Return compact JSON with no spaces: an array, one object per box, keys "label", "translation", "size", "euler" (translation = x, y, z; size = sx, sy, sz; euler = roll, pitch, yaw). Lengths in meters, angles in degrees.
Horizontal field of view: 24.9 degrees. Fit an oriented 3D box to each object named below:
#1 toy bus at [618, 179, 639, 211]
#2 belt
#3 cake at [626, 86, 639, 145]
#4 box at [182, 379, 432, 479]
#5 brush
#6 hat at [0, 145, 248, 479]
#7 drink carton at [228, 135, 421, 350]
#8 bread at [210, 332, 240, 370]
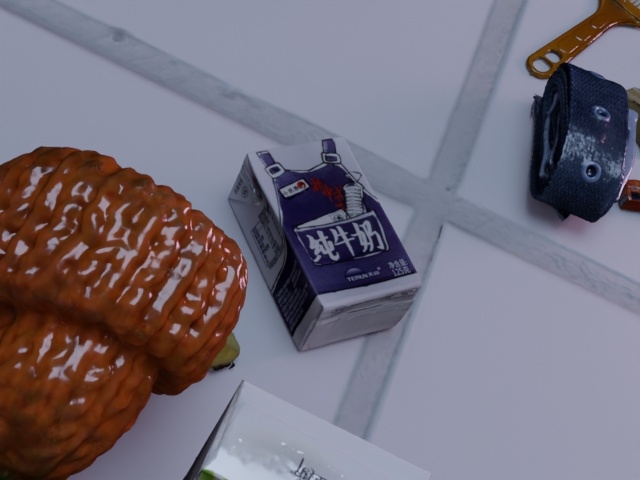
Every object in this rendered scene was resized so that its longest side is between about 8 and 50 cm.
[{"label":"toy bus","translation":[0.448,-0.054,1.915],"size":[0.110,0.031,0.043],"euler":[9,57,-14]},{"label":"belt","translation":[0.346,-0.124,1.865],"size":[0.129,0.122,0.218],"euler":[21,51,-10]},{"label":"cake","translation":[0.448,-0.168,1.997],"size":[0.052,0.065,0.121],"euler":[-5,36,-24]},{"label":"box","translation":[-0.039,0.265,1.352],"size":[0.195,0.260,0.111],"euler":[26,51,-2]},{"label":"brush","translation":[0.392,-0.305,2.079],"size":[0.090,0.017,0.314],"euler":[43,53,14]},{"label":"hat","translation":[-0.264,0.116,1.332],"size":[0.285,0.285,0.400],"euler":[30,61,0]},{"label":"drink carton","translation":[0.001,-0.001,1.659],"size":[0.134,0.102,0.222],"euler":[-13,61,-26]},{"label":"bread","translation":[-0.172,0.080,1.557],"size":[0.152,0.127,0.147],"euler":[-24,66,3]}]
